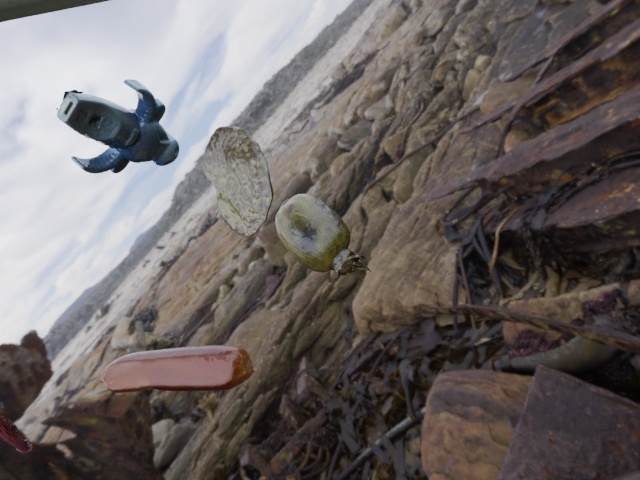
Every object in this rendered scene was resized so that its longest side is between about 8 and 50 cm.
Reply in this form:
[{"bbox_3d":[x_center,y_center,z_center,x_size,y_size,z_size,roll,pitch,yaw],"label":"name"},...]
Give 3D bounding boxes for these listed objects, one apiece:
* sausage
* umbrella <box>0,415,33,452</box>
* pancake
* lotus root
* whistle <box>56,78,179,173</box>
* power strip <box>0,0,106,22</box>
[{"bbox_3d":[-0.276,0.246,0.778,0.301,0.083,0.089,-5,2,8],"label":"sausage"},{"bbox_3d":[-0.504,0.303,0.647,0.027,0.165,0.025,-20,46,-24],"label":"umbrella"},{"bbox_3d":[-0.174,-0.120,0.841,0.212,0.234,0.029,0,12,43],"label":"pancake"},{"bbox_3d":[-0.002,0.001,0.987,0.154,0.278,0.154,-38,-21,-18],"label":"lotus root"},{"bbox_3d":[-0.349,-0.196,0.734,0.180,0.093,0.269,-51,-9,9],"label":"whistle"},{"bbox_3d":[-0.323,-0.327,0.465,0.271,0.117,0.046,-14,-2,-5],"label":"power strip"}]
